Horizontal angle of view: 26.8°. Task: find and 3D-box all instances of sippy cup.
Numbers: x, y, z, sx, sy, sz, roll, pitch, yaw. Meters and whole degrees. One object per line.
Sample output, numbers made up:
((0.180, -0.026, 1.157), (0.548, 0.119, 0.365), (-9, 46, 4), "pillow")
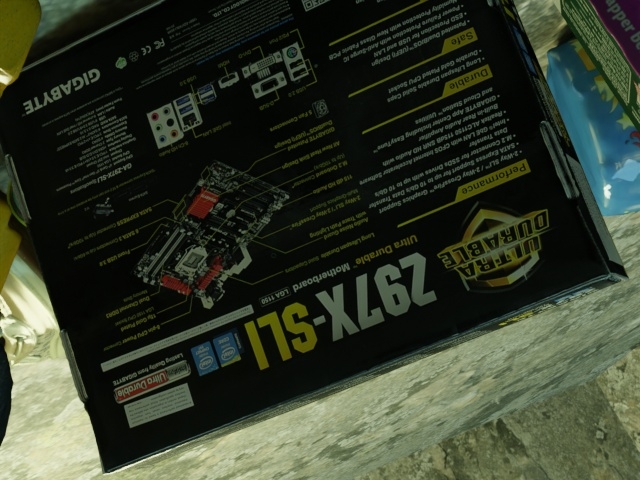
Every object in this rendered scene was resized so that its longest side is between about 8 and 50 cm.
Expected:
((0.335, -0.132, 1.233), (0.224, 0.305, 0.240), (-18, -154, 0), "sippy cup")

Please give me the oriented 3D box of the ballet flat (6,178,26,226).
((-0.116, -0.060, 0.978), (0.231, 0.077, 0.077), (-25, 178, -16), "ballet flat")

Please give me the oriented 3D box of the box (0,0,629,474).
((-0.019, -0.035, 0.799), (0.322, 0.257, 0.079), (-24, 169, 15), "box")

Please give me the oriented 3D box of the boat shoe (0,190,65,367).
((-0.242, 0.047, 1.015), (0.089, 0.104, 0.285), (-28, 163, -12), "boat shoe")

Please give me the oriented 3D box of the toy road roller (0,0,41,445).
((-0.242, -0.035, 0.499), (0.329, 0.203, 0.240), (38, 70, -69), "toy road roller")

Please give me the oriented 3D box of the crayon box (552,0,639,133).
((0.317, -0.180, 0.817), (0.313, 0.362, 0.106), (-30, 162, 4), "crayon box")
